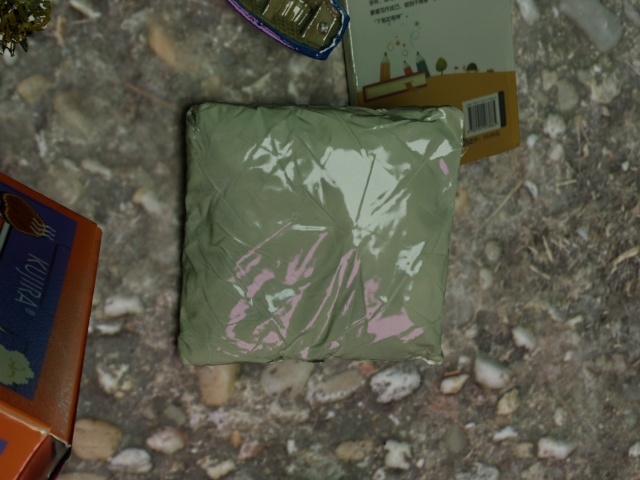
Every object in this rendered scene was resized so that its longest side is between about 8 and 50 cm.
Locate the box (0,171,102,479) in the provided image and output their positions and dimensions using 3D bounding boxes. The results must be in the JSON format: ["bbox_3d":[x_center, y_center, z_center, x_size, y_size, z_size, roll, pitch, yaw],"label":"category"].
[{"bbox_3d":[-0.350,0.122,1.131,0.257,0.349,0.318,31,108,-15],"label":"box"}]

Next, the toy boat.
[{"bbox_3d":[-0.066,-0.255,1.455,0.229,0.046,0.080,33,87,-33],"label":"toy boat"}]

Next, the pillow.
[{"bbox_3d":[0.001,-0.001,1.512,0.280,0.076,0.274,1,105,-11],"label":"pillow"}]

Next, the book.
[{"bbox_3d":[0.116,-0.214,1.591,0.208,0.020,0.295,-17,112,-26],"label":"book"}]

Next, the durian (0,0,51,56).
[{"bbox_3d":[-0.371,-0.204,1.245,0.306,0.166,0.172,20,123,-28],"label":"durian"}]

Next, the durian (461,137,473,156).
[{"bbox_3d":[0.107,-0.078,1.582,0.130,0.052,0.066,-33,124,-14],"label":"durian"}]
